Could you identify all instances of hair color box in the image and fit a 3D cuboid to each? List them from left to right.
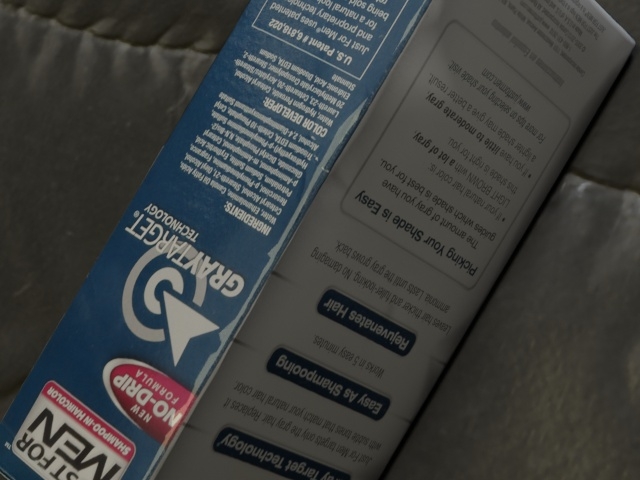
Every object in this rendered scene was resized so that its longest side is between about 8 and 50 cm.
[{"bbox_3d":[0.000,0.000,0.881,0.105,0.174,0.347,30,90,38],"label":"hair color box"}]
